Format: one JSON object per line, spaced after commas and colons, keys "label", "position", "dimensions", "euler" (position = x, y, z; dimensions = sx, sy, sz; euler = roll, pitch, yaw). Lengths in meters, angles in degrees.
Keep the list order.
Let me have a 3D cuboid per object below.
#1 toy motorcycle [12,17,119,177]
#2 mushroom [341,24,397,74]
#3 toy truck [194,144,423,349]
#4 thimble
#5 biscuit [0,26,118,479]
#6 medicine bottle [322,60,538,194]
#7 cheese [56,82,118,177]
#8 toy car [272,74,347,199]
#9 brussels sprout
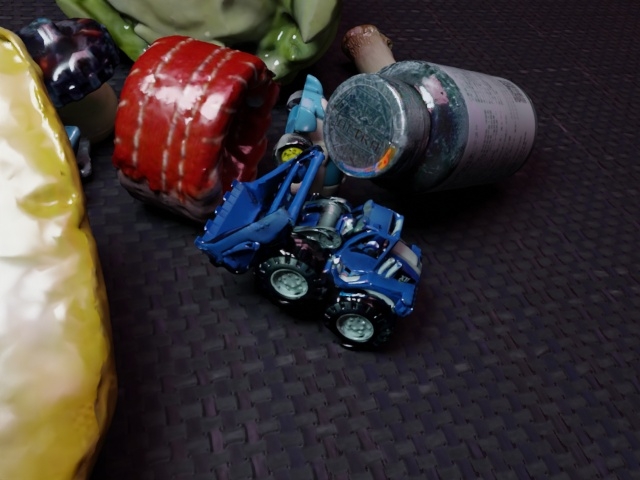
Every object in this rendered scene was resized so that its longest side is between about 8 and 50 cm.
{"label": "toy motorcycle", "position": [-0.390, -0.097, 0.587], "dimensions": [0.232, 0.172, 0.416], "euler": [14, 58, 23]}
{"label": "mushroom", "position": [0.108, -0.255, 0.894], "dimensions": [0.084, 0.071, 0.209], "euler": [14, 37, -46]}
{"label": "toy truck", "position": [0.000, 0.000, 0.554], "dimensions": [0.208, 0.126, 0.113], "euler": [28, 43, -7]}
{"label": "thimble", "position": [-0.134, -0.118, 0.629], "dimensions": [0.125, 0.190, 0.163], "euler": [18, 1, 8]}
{"label": "biscuit", "position": [-0.348, 0.070, 0.374], "dimensions": [0.429, 0.104, 0.446], "euler": [-24, 79, -17]}
{"label": "medicine bottle", "position": [0.131, -0.126, 0.656], "dimensions": [0.141, 0.141, 0.293], "euler": [42, 31, 27]}
{"label": "cheese", "position": [-0.305, -0.143, 0.712], "dimensions": [0.092, 0.047, 0.171], "euler": [10, 50, -5]}
{"label": "toy car", "position": [-0.005, -0.092, 0.650], "dimensions": [0.098, 0.161, 0.126], "euler": [16, 43, -10]}
{"label": "brussels sprout", "position": [-0.156, -0.423, 0.805], "dimensions": [0.425, 0.342, 0.361], "euler": [20, 52, -7]}
